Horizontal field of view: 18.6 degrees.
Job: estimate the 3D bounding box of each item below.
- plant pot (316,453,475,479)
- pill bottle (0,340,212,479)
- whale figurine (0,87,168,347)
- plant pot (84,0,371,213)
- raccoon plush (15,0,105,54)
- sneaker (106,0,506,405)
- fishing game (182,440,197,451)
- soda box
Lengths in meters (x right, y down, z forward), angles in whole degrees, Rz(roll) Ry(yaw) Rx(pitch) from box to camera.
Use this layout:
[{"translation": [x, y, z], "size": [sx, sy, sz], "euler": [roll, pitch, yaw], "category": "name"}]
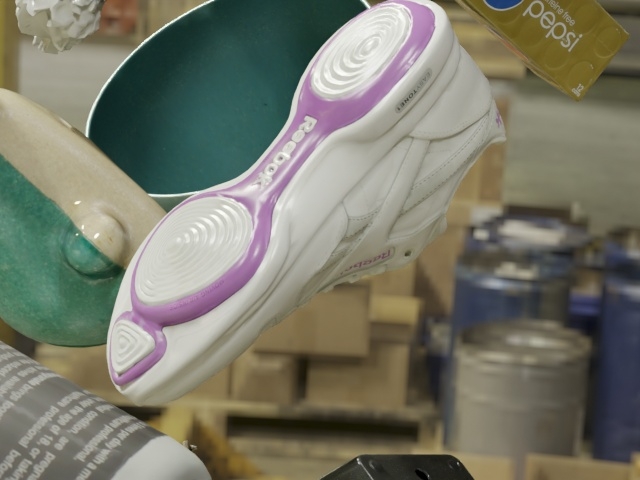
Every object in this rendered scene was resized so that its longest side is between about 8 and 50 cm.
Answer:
[{"translation": [0.059, 0.273, 1.581], "size": [0.187, 0.167, 0.188], "euler": [7, 36, -46], "category": "plant pot"}, {"translation": [-0.161, 0.144, 0.939], "size": [0.318, 0.176, 0.176], "euler": [28, 18, 10], "category": "pill bottle"}, {"translation": [-0.216, -0.022, 1.401], "size": [0.216, 0.141, 0.272], "euler": [41, -1, 46], "category": "whale figurine"}, {"translation": [-0.045, -0.077, 1.818], "size": [0.290, 0.195, 0.290], "euler": [-17, 40, 15], "category": "plant pot"}, {"translation": [-0.069, -0.332, 1.650], "size": [0.299, 0.447, 0.216], "euler": [4, -18, 3], "category": "raccoon plush"}, {"translation": [0.000, 0.000, 1.211], "size": [0.152, 0.305, 0.114], "euler": [45, -1, -41], "category": "sneaker"}, {"translation": [-0.248, 0.302, 2.044], "size": [0.264, 0.189, 0.041], "euler": [-2, -12, -15], "category": "fishing game"}, {"translation": [0.129, -0.170, 1.314], "size": [0.181, 0.061, 0.058], "euler": [36, 4, -41], "category": "soda box"}]
